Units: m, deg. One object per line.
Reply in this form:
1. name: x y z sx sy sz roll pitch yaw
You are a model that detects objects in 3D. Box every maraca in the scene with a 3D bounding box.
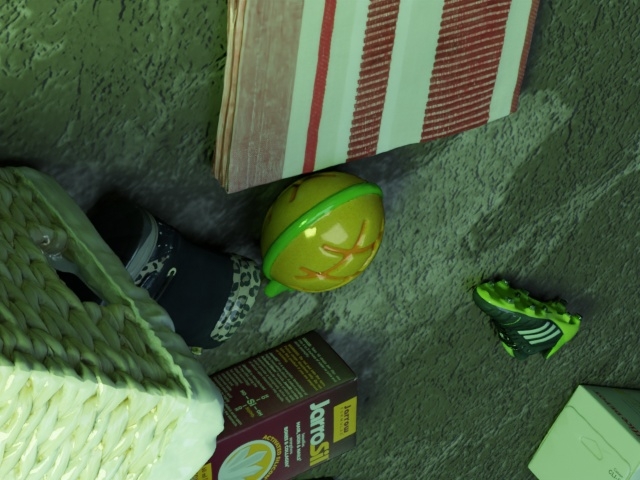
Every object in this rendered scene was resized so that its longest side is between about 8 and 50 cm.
1. maraca: 0.000 0.000 1.724 0.127 0.099 0.185 -27 164 -16

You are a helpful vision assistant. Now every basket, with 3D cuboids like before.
1. basket: -0.305 0.130 1.400 0.266 0.328 0.331 18 112 -45

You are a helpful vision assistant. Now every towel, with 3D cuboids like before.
1. towel: 0.056 -0.180 1.657 0.329 0.037 0.237 -16 131 -32

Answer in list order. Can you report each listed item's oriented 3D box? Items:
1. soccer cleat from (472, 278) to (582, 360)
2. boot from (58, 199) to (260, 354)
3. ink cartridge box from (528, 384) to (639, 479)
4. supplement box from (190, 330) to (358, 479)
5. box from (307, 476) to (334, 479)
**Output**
1. soccer cleat: 0.209 0.088 2.001 0.179 0.060 0.072 19 112 -50
2. boot: -0.169 0.085 1.663 0.179 0.085 0.236 21 109 -50
3. ink cartridge box: 0.359 0.256 2.218 0.176 0.128 0.127 10 118 -43
4. supplement box: -0.062 0.178 1.835 0.188 0.081 0.104 -23 136 -24
5. box: -0.011 0.298 2.005 0.062 0.052 0.083 -1 126 -40
